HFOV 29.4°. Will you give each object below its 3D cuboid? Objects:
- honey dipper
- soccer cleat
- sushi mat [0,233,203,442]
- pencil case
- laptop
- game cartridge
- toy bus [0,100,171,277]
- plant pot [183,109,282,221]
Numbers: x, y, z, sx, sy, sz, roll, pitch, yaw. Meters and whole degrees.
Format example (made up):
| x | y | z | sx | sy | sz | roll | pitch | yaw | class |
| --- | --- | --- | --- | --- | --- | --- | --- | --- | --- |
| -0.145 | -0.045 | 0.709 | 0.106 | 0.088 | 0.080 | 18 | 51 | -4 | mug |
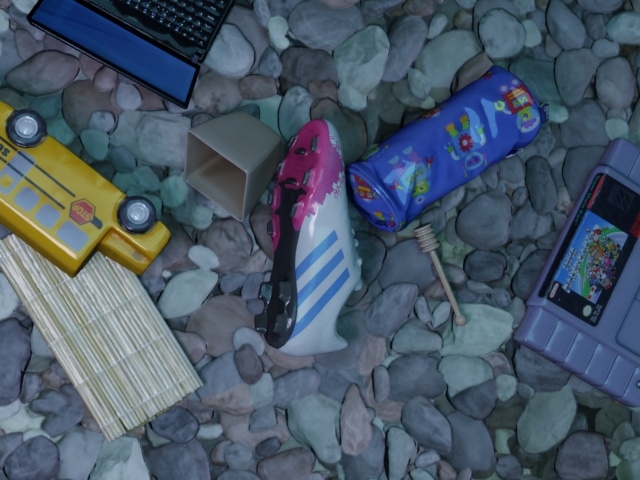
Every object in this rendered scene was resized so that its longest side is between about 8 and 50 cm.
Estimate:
| x | y | z | sx | sy | sz | roll | pitch | yaw | class |
| --- | --- | --- | --- | --- | --- | --- | --- | --- | --- |
| 0.180 | 0.052 | 1.789 | 0.030 | 0.030 | 0.160 | -26 | 96 | -16 | honey dipper |
| 0.000 | 0.000 | 1.709 | 0.143 | 0.116 | 0.331 | 12 | 86 | -31 | soccer cleat |
| -0.301 | 0.106 | 1.650 | 0.151 | 0.019 | 0.316 | -33 | 96 | -16 | sushi mat |
| 0.180 | -0.127 | 1.753 | 0.306 | 0.119 | 0.133 | -34 | 105 | -16 | pencil case |
| -0.233 | -0.334 | 1.633 | 0.234 | 0.136 | 0.264 | 29 | 80 | -14 | laptop |
| 0.462 | 0.046 | 1.859 | 0.230 | 0.068 | 0.355 | 31 | 79 | -17 | game cartridge |
| -0.357 | -0.064 | 1.580 | 0.333 | 0.108 | 0.130 | 38 | 74 | -5 | toy bus |
| -0.113 | -0.113 | 1.664 | 0.109 | 0.109 | 0.096 | 36 | 56 | 17 | plant pot |
